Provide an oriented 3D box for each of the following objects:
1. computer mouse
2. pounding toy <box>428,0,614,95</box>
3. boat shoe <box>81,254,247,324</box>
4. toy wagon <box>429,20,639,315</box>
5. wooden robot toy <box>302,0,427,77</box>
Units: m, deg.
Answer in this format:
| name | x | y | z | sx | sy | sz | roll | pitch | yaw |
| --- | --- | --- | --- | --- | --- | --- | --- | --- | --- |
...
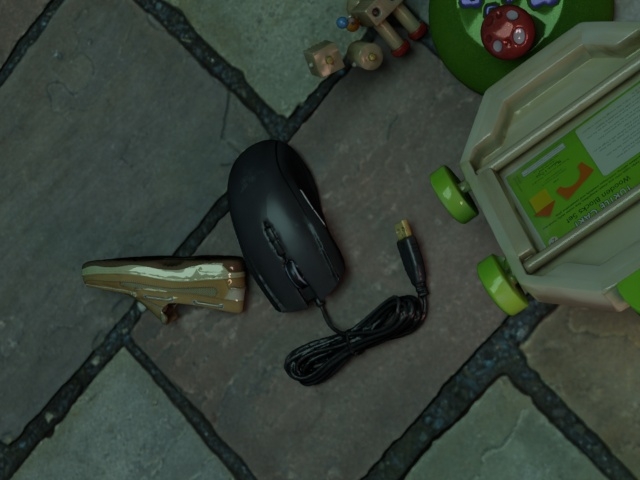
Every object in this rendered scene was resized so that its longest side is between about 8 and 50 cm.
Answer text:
| name | x | y | z | sx | sy | sz | roll | pitch | yaw |
| --- | --- | --- | --- | --- | --- | --- | --- | --- | --- |
| computer mouse | 0.000 | 0.000 | 1.532 | 0.184 | 0.060 | 0.262 | -24 | 74 | 22 |
| pounding toy | 0.195 | -0.246 | 1.431 | 0.183 | 0.110 | 0.237 | 46 | 104 | 16 |
| boat shoe | -0.168 | 0.053 | 1.607 | 0.190 | 0.068 | 0.072 | 0 | 96 | 25 |
| toy wagon | 0.249 | -0.041 | 1.294 | 0.267 | 0.068 | 0.344 | -36 | 47 | 15 |
| wooden robot toy | 0.051 | -0.222 | 1.539 | 0.173 | 0.076 | 0.079 | -44 | 25 | -10 |
